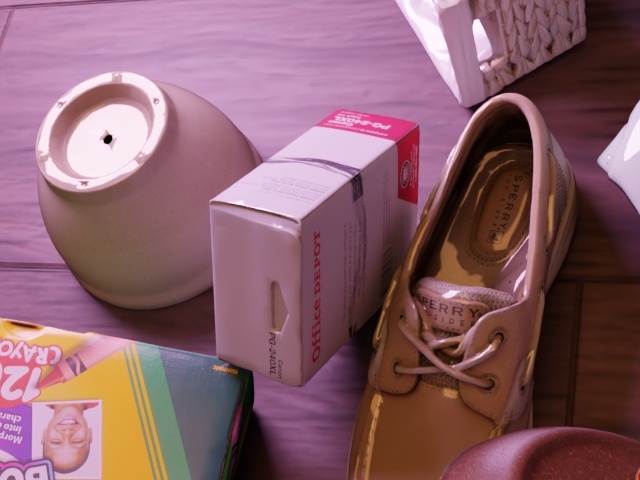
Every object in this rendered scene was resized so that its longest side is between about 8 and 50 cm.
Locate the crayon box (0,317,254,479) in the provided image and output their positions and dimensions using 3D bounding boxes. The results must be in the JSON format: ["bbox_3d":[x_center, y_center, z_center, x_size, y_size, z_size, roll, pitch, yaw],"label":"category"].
[{"bbox_3d":[-0.191,0.136,0.676,0.278,0.081,0.165,10,65,3],"label":"crayon box"}]

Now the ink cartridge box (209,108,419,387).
[{"bbox_3d":[0.000,0.000,0.678,0.063,0.109,0.150,16,32,26],"label":"ink cartridge box"}]

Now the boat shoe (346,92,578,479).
[{"bbox_3d":[0.078,0.057,0.663,0.109,0.098,0.302,12,68,24],"label":"boat shoe"}]

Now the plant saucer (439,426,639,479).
[{"bbox_3d":[0.151,0.153,0.546,0.198,0.036,0.199,16,30,-10],"label":"plant saucer"}]

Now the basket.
[{"bbox_3d":[0.103,-0.198,0.793,0.103,0.113,0.167,-27,56,1],"label":"basket"}]

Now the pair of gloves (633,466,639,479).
[{"bbox_3d":[0.190,0.136,0.550,0.083,0.010,0.074,29,31,10],"label":"pair of gloves"}]

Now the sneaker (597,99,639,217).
[{"bbox_3d":[0.281,-0.005,0.650,0.256,0.094,0.151,45,108,18],"label":"sneaker"}]

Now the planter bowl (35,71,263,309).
[{"bbox_3d":[-0.130,-0.047,0.789,0.162,0.109,0.162,-9,60,15],"label":"planter bowl"}]
